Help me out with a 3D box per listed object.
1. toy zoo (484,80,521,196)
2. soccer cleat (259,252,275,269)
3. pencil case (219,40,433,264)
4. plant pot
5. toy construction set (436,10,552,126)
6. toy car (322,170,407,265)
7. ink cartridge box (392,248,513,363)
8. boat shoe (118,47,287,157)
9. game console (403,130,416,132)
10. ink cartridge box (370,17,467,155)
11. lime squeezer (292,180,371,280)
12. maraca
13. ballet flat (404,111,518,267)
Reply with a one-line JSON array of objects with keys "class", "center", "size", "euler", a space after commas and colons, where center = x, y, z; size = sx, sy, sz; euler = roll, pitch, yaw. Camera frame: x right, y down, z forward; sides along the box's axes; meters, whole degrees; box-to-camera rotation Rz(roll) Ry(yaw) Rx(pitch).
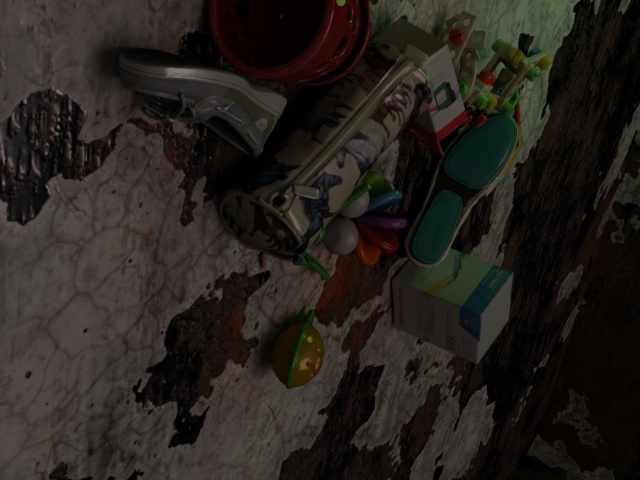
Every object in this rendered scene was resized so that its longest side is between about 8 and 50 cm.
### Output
[{"class": "toy zoo", "center": [0.451, -0.244, 2.150], "size": [0.192, 0.030, 0.293], "euler": [-53, 149, -22]}, {"class": "soccer cleat", "center": [-0.082, 0.017, 1.471], "size": [0.029, 0.035, 0.083], "euler": [-21, 129, -51]}, {"class": "pencil case", "center": [0.020, -0.151, 1.369], "size": [0.160, 0.183, 0.410], "euler": [45, 67, -12]}, {"class": "plant pot", "center": [-0.029, -0.306, 1.163], "size": [0.174, 0.191, 0.191], "euler": [-4, 115, -61]}, {"class": "toy construction set", "center": [0.346, -0.349, 1.779], "size": [0.327, 0.151, 0.215], "euler": [9, 129, -52]}, {"class": "toy car", "center": [0.099, -0.038, 1.622], "size": [0.159, 0.136, 0.182], "euler": [-9, 119, -56]}, {"class": "ink cartridge box", "center": [0.309, 0.140, 2.001], "size": [0.168, 0.232, 0.171], "euler": [-45, 145, -35]}, {"class": "boat shoe", "center": [-0.152, -0.181, 1.134], "size": [0.320, 0.118, 0.103], "euler": [4, 104, -67]}, {"class": "game console", "center": [0.191, -0.262, 1.672], "size": [0.107, 0.071, 0.122], "euler": [-26, 132, -49]}, {"class": "ink cartridge box", "center": [0.187, -0.277, 1.553], "size": [0.078, 0.134, 0.231], "euler": [-39, 139, -9]}, {"class": "lime squeezer", "center": [0.000, 0.000, 1.505], "size": [0.310, 0.110, 0.059], "euler": [112, -18, -54]}, {"class": "maraca", "center": [-0.039, 0.209, 1.631], "size": [0.186, 0.099, 0.127], "euler": [-65, 172, -63]}, {"class": "ballet flat", "center": [0.308, -0.118, 1.939], "size": [0.400, 0.139, 0.139], "euler": [-59, 150, -3]}]
